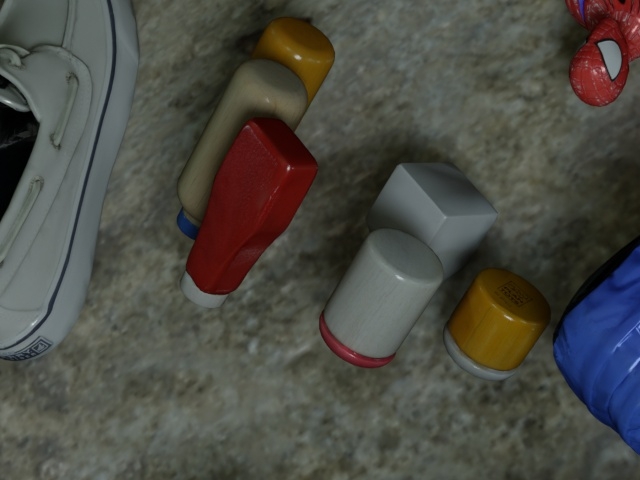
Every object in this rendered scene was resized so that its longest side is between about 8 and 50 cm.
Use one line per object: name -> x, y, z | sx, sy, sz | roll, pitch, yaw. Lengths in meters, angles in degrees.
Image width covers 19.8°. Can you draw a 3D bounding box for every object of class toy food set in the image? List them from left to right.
toy food set -> 0.000, 0.000, 0.888 | 0.232, 0.111, 0.104 | 50, 126, 30

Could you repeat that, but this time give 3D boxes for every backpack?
backpack -> 0.162, 0.038, 0.762 | 0.120, 0.098, 0.101 | -40, 54, 4

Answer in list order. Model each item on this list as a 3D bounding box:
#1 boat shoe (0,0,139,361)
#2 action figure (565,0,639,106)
boat shoe -> -0.173, -0.067, 1.036 | 0.096, 0.088, 0.268 | -7, 60, 29
action figure -> 0.167, -0.203, 0.881 | 0.091, 0.139, 0.280 | 13, 73, 37
